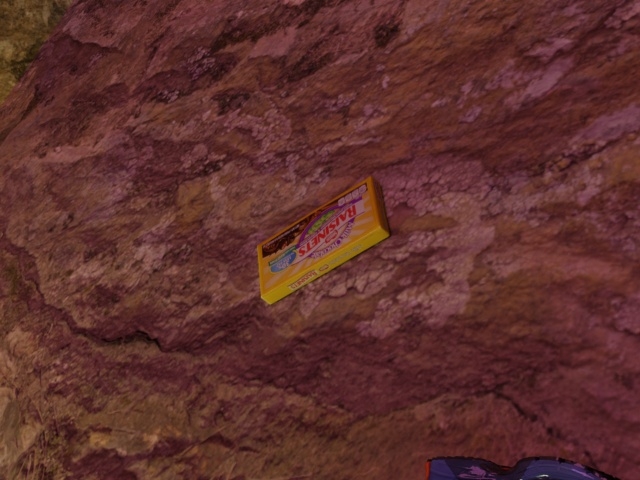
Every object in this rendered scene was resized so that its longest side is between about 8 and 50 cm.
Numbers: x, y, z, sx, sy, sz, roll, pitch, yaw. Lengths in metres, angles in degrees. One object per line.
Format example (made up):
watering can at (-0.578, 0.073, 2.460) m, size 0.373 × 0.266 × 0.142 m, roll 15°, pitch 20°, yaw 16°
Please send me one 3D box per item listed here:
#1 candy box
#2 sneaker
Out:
candy box at (0.000, 0.000, 1.308) m, size 0.206 × 0.027 × 0.105 m, roll -31°, pitch 43°, yaw 22°
sneaker at (0.192, 0.247, 0.866) m, size 0.221 × 0.083 × 0.087 m, roll -13°, pitch 62°, yaw 45°
